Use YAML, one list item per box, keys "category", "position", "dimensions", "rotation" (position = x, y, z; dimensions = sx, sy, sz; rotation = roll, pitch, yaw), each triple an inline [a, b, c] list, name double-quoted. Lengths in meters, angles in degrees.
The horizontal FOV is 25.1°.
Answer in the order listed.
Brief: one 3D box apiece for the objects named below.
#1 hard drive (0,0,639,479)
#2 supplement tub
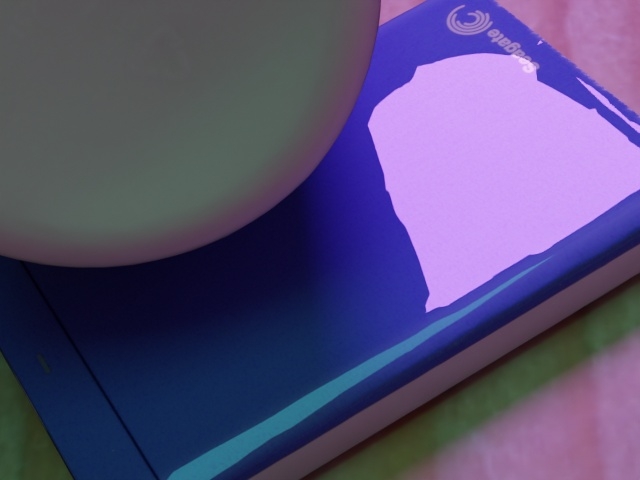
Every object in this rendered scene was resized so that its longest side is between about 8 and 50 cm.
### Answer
- category: "hard drive"
  position: [0.000, 0.000, 0.705]
  dimensions: [0.319, 0.040, 0.210]
  rotation: [-29, 48, -13]
- category: "supplement tub"
  position: [-0.117, -0.156, 0.698]
  dimensions: [0.241, 0.241, 0.331]
  rotation: [-18, 27, -3]
